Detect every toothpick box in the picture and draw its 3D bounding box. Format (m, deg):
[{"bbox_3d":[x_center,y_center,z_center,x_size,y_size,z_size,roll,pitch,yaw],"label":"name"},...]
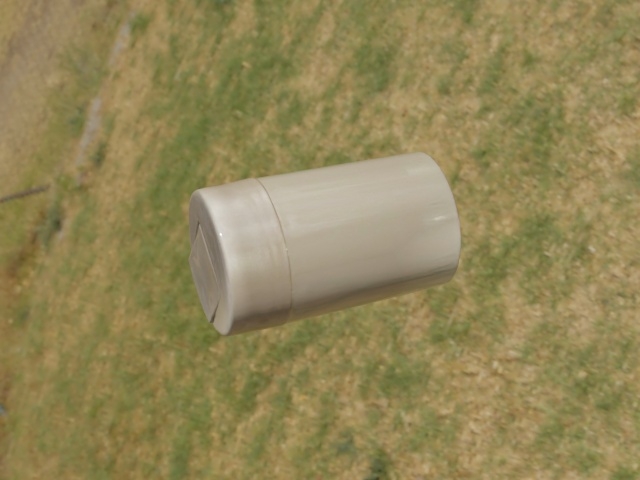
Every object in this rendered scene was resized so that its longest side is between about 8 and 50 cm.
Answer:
[{"bbox_3d":[0.000,0.000,0.756,0.111,0.180,0.111,168,90,-72],"label":"toothpick box"}]
